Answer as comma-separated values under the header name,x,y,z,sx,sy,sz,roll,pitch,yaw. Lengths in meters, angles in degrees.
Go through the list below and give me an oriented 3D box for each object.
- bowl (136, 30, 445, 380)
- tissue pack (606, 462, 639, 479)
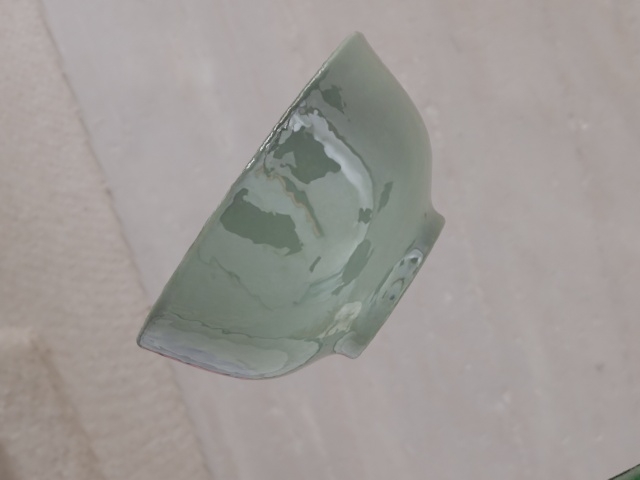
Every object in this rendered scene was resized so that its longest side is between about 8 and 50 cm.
name,x,y,z,sx,sy,sz,roll,pitch,yaw
bowl,0.000,0.000,1.130,0.146,0.289,0.289,35,138,0
tissue pack,0.080,0.209,0.576,0.156,0.209,0.148,51,142,30
